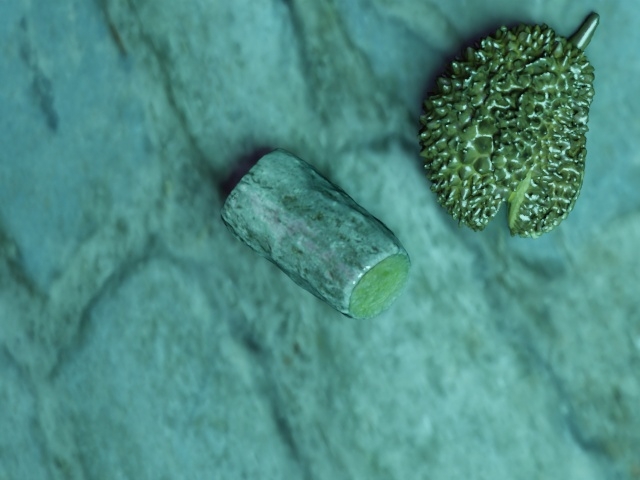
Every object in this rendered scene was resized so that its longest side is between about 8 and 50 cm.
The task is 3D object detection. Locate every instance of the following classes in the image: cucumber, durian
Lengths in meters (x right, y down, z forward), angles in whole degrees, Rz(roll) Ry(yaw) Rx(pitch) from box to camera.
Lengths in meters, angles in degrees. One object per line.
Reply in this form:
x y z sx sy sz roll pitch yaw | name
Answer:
-0.002 -0.001 1.099 0.112 0.064 0.064 40 113 17 | cucumber
0.102 -0.067 1.029 0.110 0.071 0.140 39 108 21 | durian
